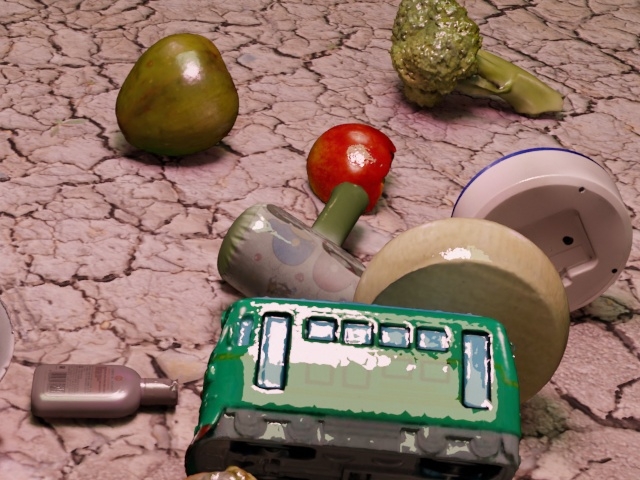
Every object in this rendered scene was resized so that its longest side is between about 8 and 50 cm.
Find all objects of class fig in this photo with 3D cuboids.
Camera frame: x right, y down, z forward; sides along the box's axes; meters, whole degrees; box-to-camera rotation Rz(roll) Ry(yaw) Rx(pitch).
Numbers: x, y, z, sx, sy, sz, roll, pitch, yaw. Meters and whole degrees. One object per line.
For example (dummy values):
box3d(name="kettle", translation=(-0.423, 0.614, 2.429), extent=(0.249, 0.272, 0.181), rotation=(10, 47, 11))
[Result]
box3d(name="fig", translation=(-0.222, -0.215, 1.991), extent=(0.191, 0.181, 0.181), rotation=(-31, 43, -11))

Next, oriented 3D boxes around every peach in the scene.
box3d(name="peach", translation=(0.043, -0.112, 1.947), extent=(0.151, 0.151, 0.118), rotation=(16, -11, 14))

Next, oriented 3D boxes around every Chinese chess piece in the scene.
box3d(name="Chinese chess piece", translation=(0.161, 0.090, 1.504), extent=(0.250, 0.250, 0.101), rotation=(7, 35, 0))

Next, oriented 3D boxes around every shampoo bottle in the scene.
box3d(name="shampoo bottle", translation=(-0.246, 0.173, 1.497), extent=(0.165, 0.040, 0.080), rotation=(2, 31, -8))

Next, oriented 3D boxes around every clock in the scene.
box3d(name="clock", translation=(0.287, -0.005, 1.700), extent=(0.230, 0.230, 0.083), rotation=(2, 37, -7))

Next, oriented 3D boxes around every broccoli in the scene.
box3d(name="broccoli", translation=(0.230, -0.296, 2.251), extent=(0.302, 0.186, 0.254), rotation=(38, 5, -41))

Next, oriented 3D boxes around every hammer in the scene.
box3d(name="hammer", translation=(0.000, 0.000, 1.721), extent=(0.206, 0.119, 0.335), rotation=(36, 28, -1))

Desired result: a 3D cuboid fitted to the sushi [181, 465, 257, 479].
box3d(name="sushi", translation=(-0.083, 0.335, 1.175), extent=(0.184, 0.139, 0.274), rotation=(-13, 37, -25))

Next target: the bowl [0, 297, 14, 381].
box3d(name="bowl", translation=(-0.492, 0.164, 1.355), extent=(0.346, 0.157, 0.345), rotation=(5, 31, -3))

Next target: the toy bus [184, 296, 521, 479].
box3d(name="toy bus", translation=(0.038, 0.168, 1.378), extent=(0.344, 0.183, 0.199), rotation=(6, 62, -2))
